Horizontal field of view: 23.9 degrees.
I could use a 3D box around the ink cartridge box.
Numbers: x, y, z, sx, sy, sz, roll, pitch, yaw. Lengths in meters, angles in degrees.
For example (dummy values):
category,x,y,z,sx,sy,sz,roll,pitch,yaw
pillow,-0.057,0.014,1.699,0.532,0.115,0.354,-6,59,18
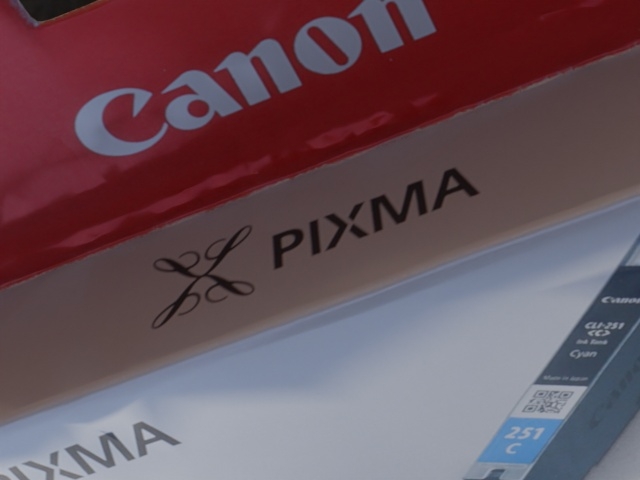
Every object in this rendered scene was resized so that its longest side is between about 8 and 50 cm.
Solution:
category,x,y,z,sx,sy,sz,roll,pitch,yaw
ink cartridge box,0.000,0.000,0.412,0.296,0.261,0.066,-21,-138,14
